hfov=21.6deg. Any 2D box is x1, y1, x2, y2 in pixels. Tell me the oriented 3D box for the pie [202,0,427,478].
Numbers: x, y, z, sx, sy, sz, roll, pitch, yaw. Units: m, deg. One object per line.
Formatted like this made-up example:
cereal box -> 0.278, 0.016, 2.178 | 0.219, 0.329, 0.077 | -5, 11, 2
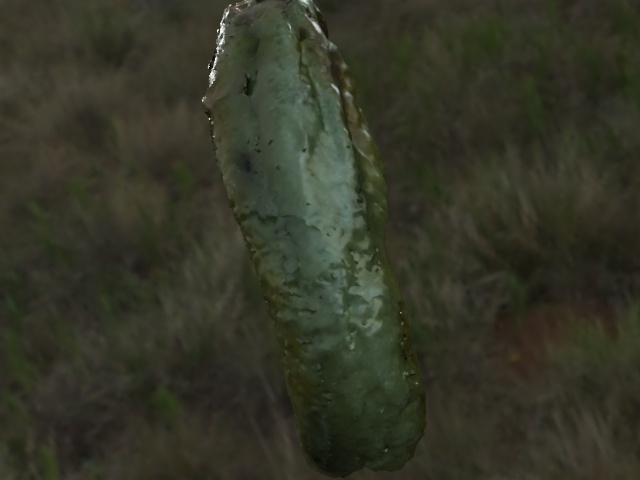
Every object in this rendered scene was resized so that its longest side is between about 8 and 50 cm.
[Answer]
pie -> 0.000, 0.000, 0.883 | 0.078, 0.277, 0.277 | -13, 23, 1
